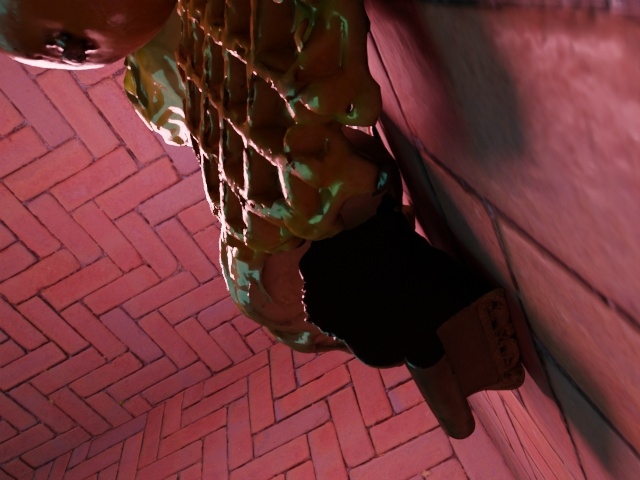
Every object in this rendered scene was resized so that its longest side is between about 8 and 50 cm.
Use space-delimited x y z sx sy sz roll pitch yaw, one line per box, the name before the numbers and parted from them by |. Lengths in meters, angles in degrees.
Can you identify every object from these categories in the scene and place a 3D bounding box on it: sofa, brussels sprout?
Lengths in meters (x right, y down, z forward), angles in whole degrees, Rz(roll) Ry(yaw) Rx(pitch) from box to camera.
sofa | 0.098 0.100 0.590 0.258 0.182 0.200 50 174 49
brussels sprout | -0.195 -0.363 0.927 0.425 0.342 0.361 25 122 45

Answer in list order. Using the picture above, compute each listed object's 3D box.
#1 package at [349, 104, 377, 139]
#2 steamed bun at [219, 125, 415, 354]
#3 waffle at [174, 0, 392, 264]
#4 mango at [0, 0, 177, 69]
package | 0.066 -0.191 0.848 0.166 0.040 0.232 56 178 -27
steamed bun | -0.002 0.005 0.786 0.372 0.324 0.230 57 -179 -37
waffle | -0.070 -0.169 0.478 0.382 0.095 0.380 -37 66 62
mango | -0.191 -0.316 0.353 0.198 0.221 0.384 -6 -90 -53
